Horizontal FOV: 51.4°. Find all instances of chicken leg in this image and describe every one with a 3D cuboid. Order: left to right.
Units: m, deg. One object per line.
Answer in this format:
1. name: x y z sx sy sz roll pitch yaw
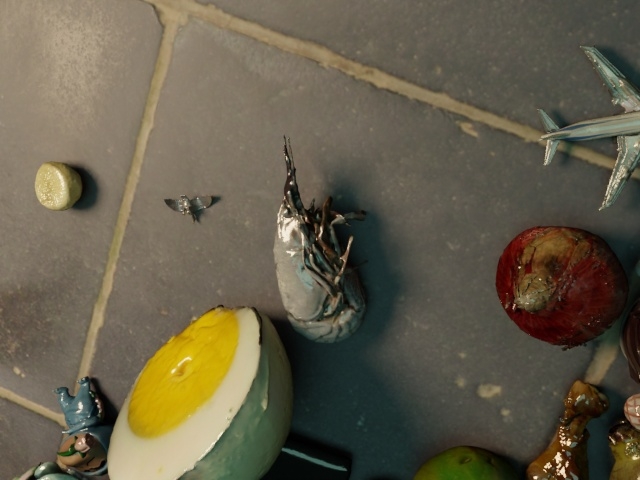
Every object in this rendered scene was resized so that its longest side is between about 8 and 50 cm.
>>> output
1. chicken leg: 0.382 0.333 1.025 0.108 0.087 0.251 9 101 -11

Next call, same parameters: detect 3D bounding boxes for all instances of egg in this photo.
1. egg: -0.151 0.275 1.037 0.337 0.337 0.201 -39 120 20

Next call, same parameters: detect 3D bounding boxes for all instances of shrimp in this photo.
1. shrimp: -0.006 0.003 1.007 0.145 0.116 0.342 -7 110 15

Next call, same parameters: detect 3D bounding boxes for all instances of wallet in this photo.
1. wallet: -0.075 0.399 1.170 0.250 0.044 0.149 16 113 9

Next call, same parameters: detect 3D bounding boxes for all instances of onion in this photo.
1. onion: 0.322 0.070 0.922 0.184 0.147 0.183 18 118 38

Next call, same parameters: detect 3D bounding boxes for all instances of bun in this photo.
1. bun: -0.436 -0.091 1.120 0.086 0.055 0.086 4 99 26

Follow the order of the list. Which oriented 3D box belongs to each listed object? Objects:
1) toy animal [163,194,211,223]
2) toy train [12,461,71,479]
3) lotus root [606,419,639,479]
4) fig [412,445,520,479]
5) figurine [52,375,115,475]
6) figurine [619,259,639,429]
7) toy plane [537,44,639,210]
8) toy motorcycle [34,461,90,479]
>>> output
1. toy animal: -0.214 -0.051 1.088 0.084 0.028 0.050 -2 96 15
2. toy train: -0.569 0.576 1.230 0.174 0.249 0.307 33 110 6
3. lotus root: 0.531 0.396 0.967 0.309 0.173 0.173 44 110 2
4. fig: 0.234 0.413 1.032 0.181 0.191 0.180 0 73 -1
5. figurine: -0.430 0.343 1.194 0.114 0.144 0.178 -22 88 9
6. figurine: 0.552 0.181 0.898 0.370 0.167 0.281 45 120 -9
7. toy plane: 0.406 -0.156 0.893 0.226 0.058 0.225 -9 99 13
8. toy motorcycle: -0.401 0.490 1.128 0.154 0.206 0.260 -37 102 -5
